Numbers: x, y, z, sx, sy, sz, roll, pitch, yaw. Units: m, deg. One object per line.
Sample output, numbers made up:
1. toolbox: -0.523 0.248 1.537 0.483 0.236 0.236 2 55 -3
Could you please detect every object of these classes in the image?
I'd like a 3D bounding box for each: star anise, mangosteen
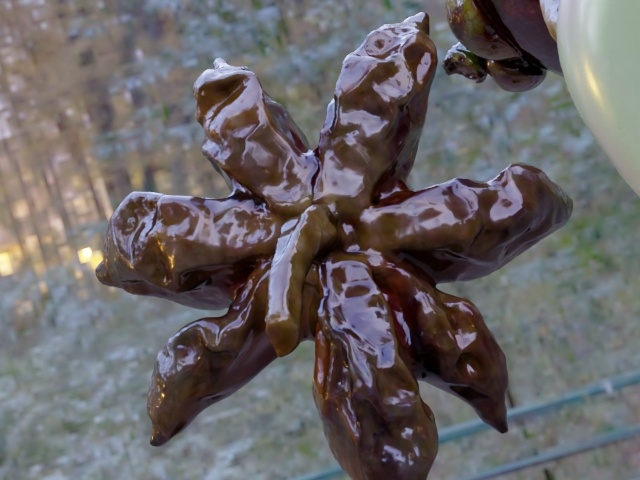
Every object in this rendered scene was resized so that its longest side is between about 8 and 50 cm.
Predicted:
1. star anise: 0.005 -0.001 0.588 0.196 0.212 0.111 -36 -37 -21
2. mangosteen: 0.109 -0.122 0.684 0.140 0.140 0.140 -17 0 0

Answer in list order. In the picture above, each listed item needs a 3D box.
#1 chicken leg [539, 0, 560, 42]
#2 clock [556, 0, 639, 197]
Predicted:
1. chicken leg: 0.253 -0.179 0.477 0.409 0.295 0.182 -41 -47 6
2. clock: 0.226 -0.021 0.356 0.235 0.308 0.096 -42 -3 9
